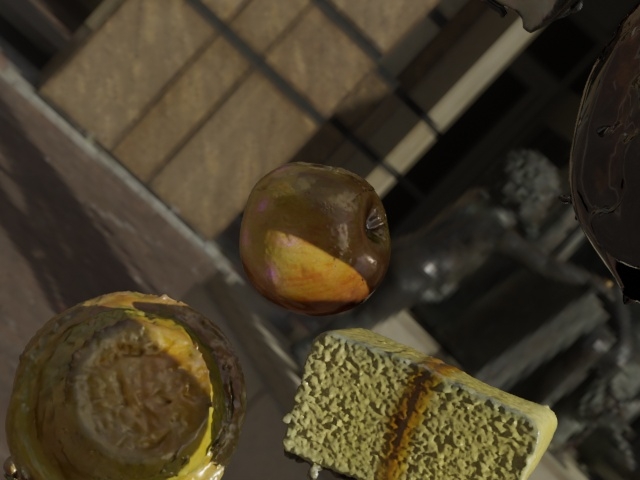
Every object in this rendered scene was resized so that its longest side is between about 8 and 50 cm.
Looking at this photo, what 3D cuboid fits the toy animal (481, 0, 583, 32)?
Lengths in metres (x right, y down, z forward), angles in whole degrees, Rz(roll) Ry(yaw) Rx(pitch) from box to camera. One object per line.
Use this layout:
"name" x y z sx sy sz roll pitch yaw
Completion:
"toy animal" 0.299 -0.383 1.626 0.212 0.266 0.212 27 -48 35

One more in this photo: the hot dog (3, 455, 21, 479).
"hot dog" -0.432 0.336 1.887 0.056 0.041 0.133 31 -16 -11

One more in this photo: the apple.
"apple" 0.000 0.000 1.171 0.146 0.146 0.146 43 5 -5

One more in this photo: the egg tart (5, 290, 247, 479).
"egg tart" -0.213 0.182 1.469 0.288 0.288 0.118 44 -24 2

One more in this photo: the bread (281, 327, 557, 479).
"bread" 0.106 0.178 1.371 0.266 0.178 0.142 21 -47 19

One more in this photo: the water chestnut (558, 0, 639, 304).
"water chestnut" 0.367 -0.053 1.040 0.347 0.335 0.335 31 13 -48
